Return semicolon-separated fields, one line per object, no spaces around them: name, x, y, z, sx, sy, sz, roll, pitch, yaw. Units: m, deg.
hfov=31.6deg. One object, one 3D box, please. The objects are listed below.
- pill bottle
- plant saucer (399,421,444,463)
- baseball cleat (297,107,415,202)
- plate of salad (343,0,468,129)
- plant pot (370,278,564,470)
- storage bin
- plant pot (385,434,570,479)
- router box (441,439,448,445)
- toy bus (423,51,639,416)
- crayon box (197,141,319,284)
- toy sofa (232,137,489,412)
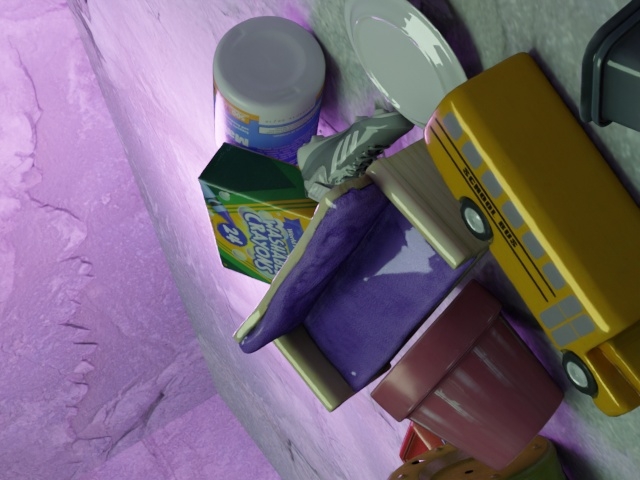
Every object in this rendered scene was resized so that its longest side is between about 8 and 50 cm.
pill bottle;-0.077;-0.182;1.604;0.152;0.152;0.272;54;163;17
plant saucer;0.222;0.419;1.962;0.258;0.048;0.259;53;162;20
baseball cleat;0.051;-0.099;1.408;0.206;0.072;0.109;-18;79;52
plate of salad;0.101;-0.197;1.228;0.200;0.048;0.200;43;161;19
plant pot;0.192;0.177;1.398;0.180;0.201;0.201;41;161;8
storage bin;0.255;-0.117;0.772;0.091;0.135;0.098;36;153;34
plant pot;0.243;0.457;1.512;0.366;0.367;0.352;178;75;-72
router box;0.200;0.277;1.788;0.122;0.038;0.092;59;165;4
toy bus;0.234;-0.003;1.067;0.332;0.108;0.130;57;162;10
crayon box;0.000;0.000;1.563;0.323;0.083;0.203;19;146;21
toy sofa;0.051;0.058;1.333;0.150;0.177;0.362;49;139;13
